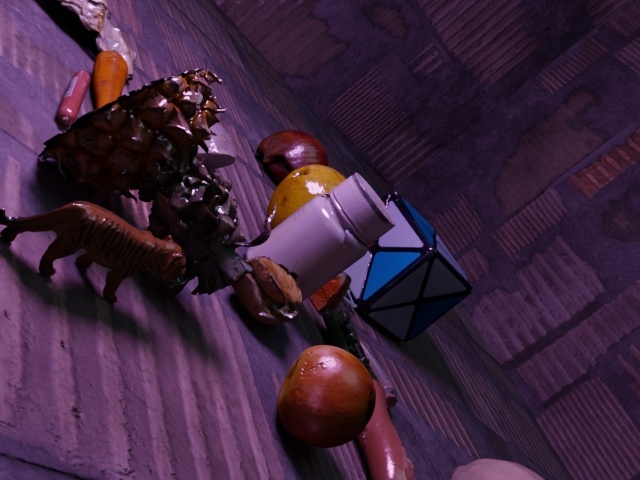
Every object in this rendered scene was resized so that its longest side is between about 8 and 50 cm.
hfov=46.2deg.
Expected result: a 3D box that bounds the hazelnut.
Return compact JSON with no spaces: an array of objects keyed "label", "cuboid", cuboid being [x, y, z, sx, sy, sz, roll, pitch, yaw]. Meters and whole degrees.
[{"label":"hazelnut","cuboid":[-0.075,-0.208,1.999,0.201,0.161,0.170,14,-29,38]}]

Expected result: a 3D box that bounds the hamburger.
[{"label":"hamburger","cuboid":[-0.084,0.099,1.222,0.176,0.087,0.102,41,26,-63]}]

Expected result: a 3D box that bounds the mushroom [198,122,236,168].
[{"label":"mushroom","cuboid":[-0.244,-0.230,1.546,0.116,0.093,0.225,12,41,-38]}]

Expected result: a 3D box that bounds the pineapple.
[{"label":"pineapple","cuboid":[-0.194,-0.055,1.007,0.272,0.262,0.262,62,12,-5]}]

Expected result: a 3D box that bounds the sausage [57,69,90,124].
[{"label":"sausage","cuboid":[-0.386,-0.227,1.176,0.029,0.029,0.223,45,14,-28]}]

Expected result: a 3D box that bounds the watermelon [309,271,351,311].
[{"label":"watermelon","cuboid":[0.013,0.114,1.567,0.135,0.125,0.094,64,31,-45]}]

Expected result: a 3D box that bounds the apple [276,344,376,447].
[{"label":"apple","cuboid":[0.011,0.220,1.048,0.146,0.146,0.146,48,13,-15]}]

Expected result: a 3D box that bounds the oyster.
[{"label":"oyster","cuboid":[-0.462,-0.472,1.437,0.354,0.107,0.201,45,10,-27]}]

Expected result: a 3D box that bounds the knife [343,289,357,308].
[{"label":"knife","cuboid":[0.028,0.099,1.735,0.166,0.022,0.078,45,7,-34]}]

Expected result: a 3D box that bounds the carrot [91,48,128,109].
[{"label":"carrot","cuboid":[-0.364,-0.247,1.280,0.061,0.061,0.257,41,27,-39]}]

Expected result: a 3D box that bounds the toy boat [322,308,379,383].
[{"label":"toy boat","cuboid":[0.060,0.216,1.451,0.104,0.052,0.210,45,13,-39]}]

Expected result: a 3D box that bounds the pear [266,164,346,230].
[{"label":"pear","cuboid":[-0.014,-0.060,1.589,0.209,0.209,0.209,48,13,-15]}]

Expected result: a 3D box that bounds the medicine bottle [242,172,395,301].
[{"label":"medicine bottle","cuboid":[0.000,0.000,1.372,0.143,0.258,0.143,49,13,-15]}]

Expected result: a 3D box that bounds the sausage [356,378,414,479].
[{"label":"sausage","cuboid":[0.096,0.332,1.200,0.078,0.078,0.304,45,14,-27]}]

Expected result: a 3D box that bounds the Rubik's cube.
[{"label":"Rubik's cube","cuboid":[0.200,0.072,1.912,0.246,0.250,0.248,38,16,-46]}]

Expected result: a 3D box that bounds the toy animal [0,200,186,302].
[{"label":"toy animal","cuboid":[-0.250,0.004,0.839,0.241,0.099,0.057,37,18,-51]}]

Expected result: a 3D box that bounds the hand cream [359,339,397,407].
[{"label":"hand cream","cuboid":[0.106,0.261,1.527,0.067,0.043,0.210,46,8,-31]}]

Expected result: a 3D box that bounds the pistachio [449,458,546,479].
[{"label":"pistachio","cuboid":[0.346,0.511,1.320,0.332,0.207,0.226,44,-41,48]}]
